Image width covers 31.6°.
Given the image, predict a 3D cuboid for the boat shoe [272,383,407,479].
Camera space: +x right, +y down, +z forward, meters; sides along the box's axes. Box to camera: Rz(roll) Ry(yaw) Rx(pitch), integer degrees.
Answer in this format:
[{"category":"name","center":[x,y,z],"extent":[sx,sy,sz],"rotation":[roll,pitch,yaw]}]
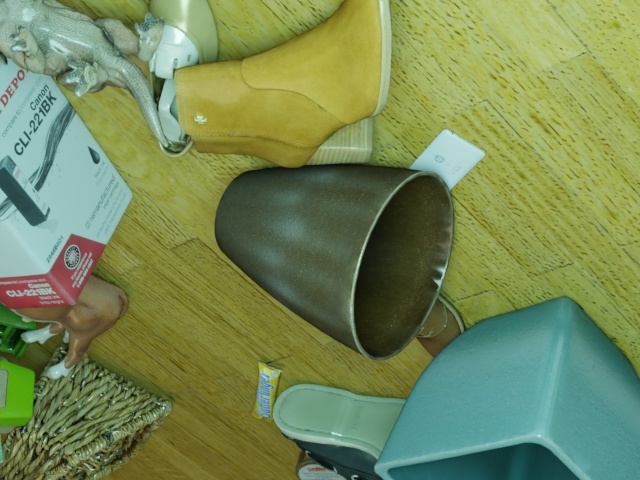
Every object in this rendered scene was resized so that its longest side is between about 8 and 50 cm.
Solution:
[{"category":"boat shoe","center":[0.095,0.308,1.655],"extent":[0.340,0.127,0.113],"rotation":[9,142,20]}]

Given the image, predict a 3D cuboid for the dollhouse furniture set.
[{"category":"dollhouse furniture set","center":[-0.561,0.247,1.748],"extent":[0.151,0.197,0.301],"rotation":[14,141,-27]}]

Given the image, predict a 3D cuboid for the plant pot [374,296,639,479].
[{"category":"plant pot","center":[0.257,0.216,1.359],"extent":[0.248,0.252,0.247],"rotation":[-22,125,42]}]

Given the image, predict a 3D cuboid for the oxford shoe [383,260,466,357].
[{"category":"oxford shoe","center":[0.124,0.097,1.430],"extent":[0.076,0.076,0.212],"rotation":[-7,135,30]}]

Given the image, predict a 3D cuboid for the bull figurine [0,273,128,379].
[{"category":"bull figurine","center":[-0.432,0.065,1.609],"extent":[0.310,0.101,0.188],"rotation":[32,112,-21]}]

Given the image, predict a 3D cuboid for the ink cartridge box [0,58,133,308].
[{"category":"ink cartridge box","center":[-0.369,-0.079,1.361],"extent":[0.114,0.197,0.273],"rotation":[-5,135,29]}]

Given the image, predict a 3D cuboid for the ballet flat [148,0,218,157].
[{"category":"ballet flat","center":[-0.154,-0.181,1.233],"extent":[0.080,0.073,0.232],"rotation":[14,141,11]}]

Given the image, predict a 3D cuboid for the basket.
[{"category":"basket","center":[-0.414,0.353,1.889],"extent":[0.223,0.213,0.299],"rotation":[31,142,-9]}]

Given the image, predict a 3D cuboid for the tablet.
[{"category":"tablet","center":[0.140,-0.088,1.254],"extent":[0.054,0.006,0.083],"rotation":[30,141,-9]}]

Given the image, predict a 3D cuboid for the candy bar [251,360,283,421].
[{"category":"candy bar","center":[-0.083,0.233,1.741],"extent":[0.040,0.018,0.161],"rotation":[18,142,5]}]

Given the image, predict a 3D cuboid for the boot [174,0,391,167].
[{"category":"boot","center":[-0.042,-0.165,1.139],"extent":[0.211,0.104,0.295],"rotation":[3,150,-4]}]

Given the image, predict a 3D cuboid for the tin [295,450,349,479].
[{"category":"tin","center":[0.029,0.409,1.884],"extent":[0.106,0.040,0.190],"rotation":[-9,133,28]}]

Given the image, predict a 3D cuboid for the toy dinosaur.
[{"category":"toy dinosaur","center":[-0.275,-0.208,1.190],"extent":[0.295,0.127,0.200],"rotation":[32,165,-15]}]

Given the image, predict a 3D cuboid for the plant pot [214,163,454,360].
[{"category":"plant pot","center":[0.000,0.000,1.291],"extent":[0.230,0.215,0.215],"rotation":[17,145,30]}]
